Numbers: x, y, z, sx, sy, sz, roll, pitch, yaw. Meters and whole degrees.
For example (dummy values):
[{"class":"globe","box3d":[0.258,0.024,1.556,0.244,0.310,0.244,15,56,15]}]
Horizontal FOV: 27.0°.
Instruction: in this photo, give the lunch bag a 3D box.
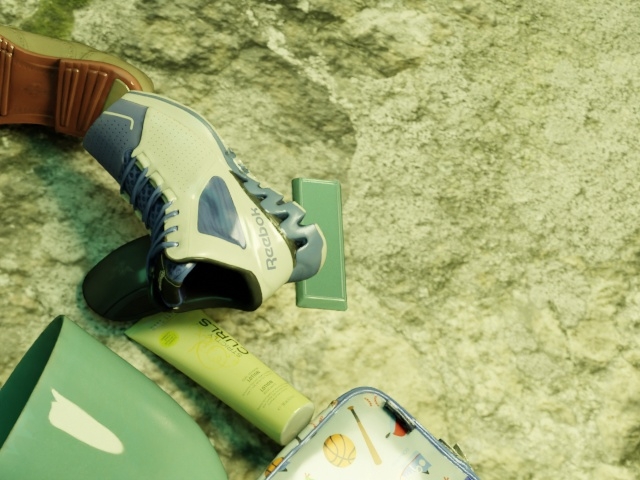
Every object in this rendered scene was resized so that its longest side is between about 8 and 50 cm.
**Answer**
[{"class":"lunch bag","box3d":[0.043,0.321,1.474,0.243,0.115,0.303,44,59,9]}]

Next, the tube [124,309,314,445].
[{"class":"tube","box3d":[-0.115,0.147,1.556,0.240,0.062,0.070,35,13,25]}]

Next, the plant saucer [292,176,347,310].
[{"class":"plant saucer","box3d":[0.000,0.000,1.711,0.067,0.018,0.192,5,59,-13]}]

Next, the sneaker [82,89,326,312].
[{"class":"sneaker","box3d":[-0.159,-0.027,1.528,0.315,0.127,0.182,38,46,6]}]

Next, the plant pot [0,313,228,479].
[{"class":"plant pot","box3d":[-0.235,0.257,1.336,0.235,0.293,0.293,32,55,-14]}]

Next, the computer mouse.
[{"class":"computer mouse","box3d":[-0.173,-0.007,1.629,0.262,0.060,0.184,-13,55,-18]}]

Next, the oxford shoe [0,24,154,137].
[{"class":"oxford shoe","box3d":[-0.380,-0.210,1.692,0.348,0.123,0.130,18,19,3]}]
